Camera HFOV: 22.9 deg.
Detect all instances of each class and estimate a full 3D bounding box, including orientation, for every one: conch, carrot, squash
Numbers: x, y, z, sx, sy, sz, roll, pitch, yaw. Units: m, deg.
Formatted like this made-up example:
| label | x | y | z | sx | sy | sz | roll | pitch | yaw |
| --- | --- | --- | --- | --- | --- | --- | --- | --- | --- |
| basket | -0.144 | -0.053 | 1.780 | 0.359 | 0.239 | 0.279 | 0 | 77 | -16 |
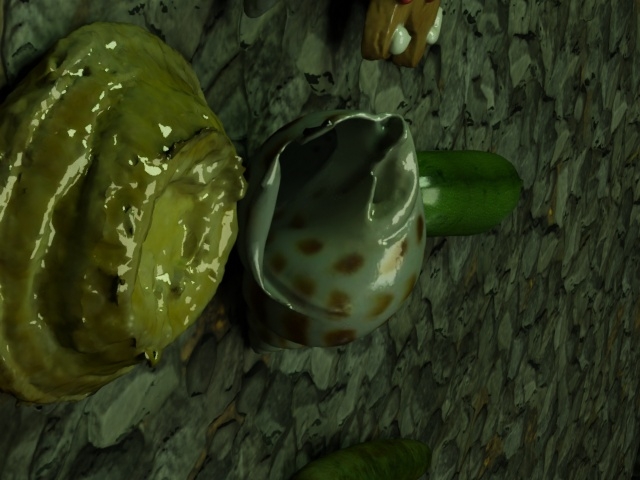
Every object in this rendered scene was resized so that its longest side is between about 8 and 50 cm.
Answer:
| label | x | y | z | sx | sy | sz | roll | pitch | yaw |
| --- | --- | --- | --- | --- | --- | --- | --- | --- | --- |
| conch | 0.000 | 0.000 | 1.373 | 0.149 | 0.183 | 0.275 | -118 | -134 | -65 |
| carrot | 0.058 | 0.257 | 1.748 | 0.358 | 0.074 | 0.074 | -3 | 106 | -67 |
| squash | 0.148 | -0.053 | 1.739 | 0.379 | 0.101 | 0.101 | -12 | 114 | -66 |

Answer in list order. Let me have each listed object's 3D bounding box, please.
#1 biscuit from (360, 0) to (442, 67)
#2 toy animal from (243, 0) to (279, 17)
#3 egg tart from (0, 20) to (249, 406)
| label | x | y | z | sx | sy | sz | roll | pitch | yaw |
| --- | --- | --- | --- | --- | --- | --- | --- | --- | --- |
| biscuit | 0.090 | -0.265 | 1.469 | 0.340 | 0.047 | 0.216 | 29 | 75 | -78 |
| toy animal | 0.014 | -0.326 | 1.216 | 0.284 | 0.225 | 0.302 | -58 | 176 | -22 |
| egg tart | -0.136 | -0.008 | 1.100 | 0.290 | 0.115 | 0.290 | -46 | 145 | -47 |
